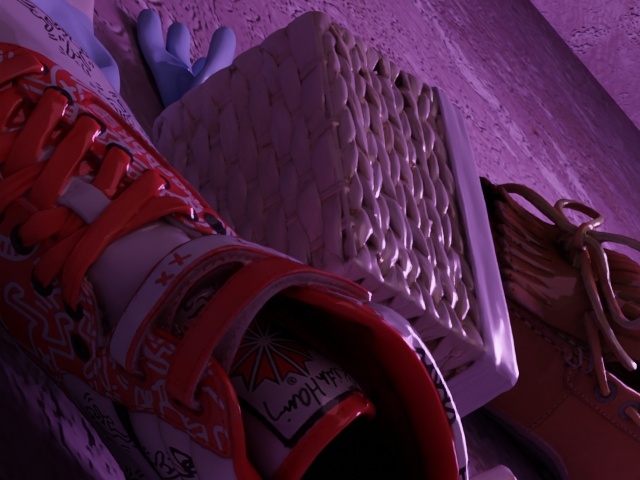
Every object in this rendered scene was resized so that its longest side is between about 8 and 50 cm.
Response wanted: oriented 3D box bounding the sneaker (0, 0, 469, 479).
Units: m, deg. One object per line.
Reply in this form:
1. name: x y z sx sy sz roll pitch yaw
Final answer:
1. sneaker: -0.059 -0.001 0.538 0.270 0.090 0.145 54 -23 -11

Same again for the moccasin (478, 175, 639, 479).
1. moccasin: 0.145 0.049 1.043 0.380 0.147 0.139 48 16 -23

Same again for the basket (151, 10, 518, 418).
1. basket: 0.000 0.000 0.749 0.103 0.113 0.167 37 32 -39

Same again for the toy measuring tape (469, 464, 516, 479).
1. toy measuring tape: 0.163 0.228 0.760 0.330 0.121 0.121 60 16 19

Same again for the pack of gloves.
1. pack of gloves: -0.082 -0.087 0.856 0.195 0.046 0.232 45 18 -34
